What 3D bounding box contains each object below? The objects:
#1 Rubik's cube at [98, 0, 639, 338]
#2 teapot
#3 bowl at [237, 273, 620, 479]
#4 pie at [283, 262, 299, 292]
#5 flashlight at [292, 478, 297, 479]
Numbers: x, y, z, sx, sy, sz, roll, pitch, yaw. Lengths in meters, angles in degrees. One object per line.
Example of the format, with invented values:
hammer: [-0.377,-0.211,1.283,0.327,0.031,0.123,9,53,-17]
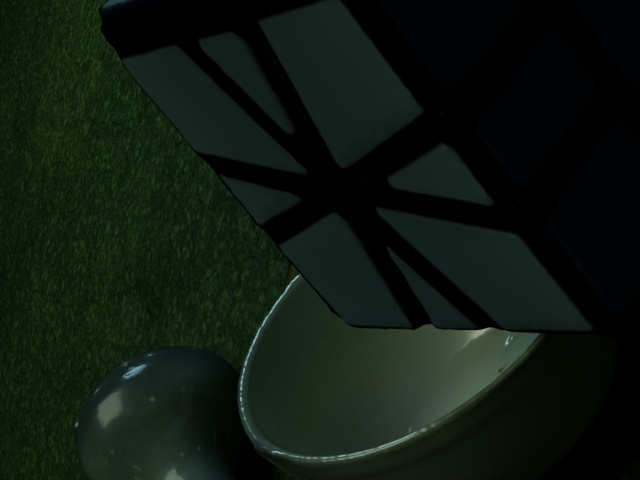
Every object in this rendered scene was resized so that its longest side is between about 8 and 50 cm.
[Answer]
Rubik's cube: [0.084,-0.131,0.969,0.293,0.288,0.283,-7,39,55]
teapot: [-0.121,0.228,1.496,0.251,0.183,0.183,52,125,43]
bowl: [0.092,0.090,1.088,0.277,0.145,0.277,-28,31,18]
pie: [0.000,0.000,1.391,0.240,0.054,0.240,-166,90,-89]
flashlight: [0.000,0.308,1.301,0.093,0.093,0.232,-33,44,55]
